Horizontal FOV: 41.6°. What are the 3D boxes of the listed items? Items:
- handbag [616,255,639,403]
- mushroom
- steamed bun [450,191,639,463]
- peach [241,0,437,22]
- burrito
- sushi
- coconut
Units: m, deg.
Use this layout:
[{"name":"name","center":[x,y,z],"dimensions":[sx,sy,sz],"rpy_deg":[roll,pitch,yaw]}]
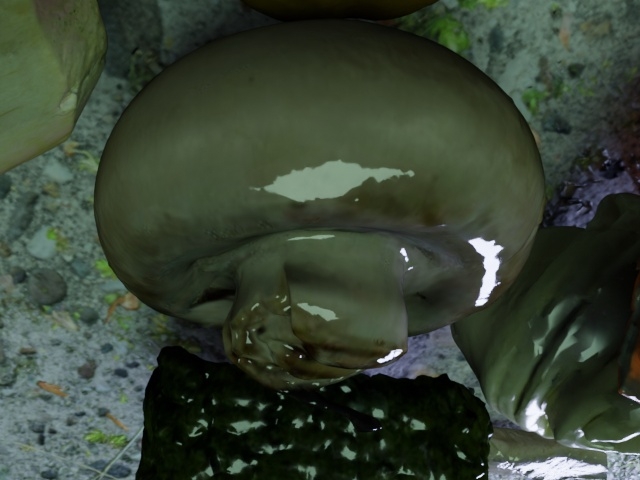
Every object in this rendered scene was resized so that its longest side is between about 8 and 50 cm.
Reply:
[{"name":"handbag","center":[0.413,-0.023,0.718],"dimensions":[0.304,0.410,0.116],"rpy_deg":[24,162,-20]},{"name":"mushroom","center":[0.000,0.000,0.679],"dimensions":[0.362,0.294,0.362],"rpy_deg":[1,157,0]},{"name":"steamed bun","center":[0.301,0.097,0.835],"dimensions":[0.320,0.206,0.275],"rpy_deg":[-22,87,11]},{"name":"peach","center":[0.018,-0.273,0.607],"dimensions":[0.251,0.153,0.251],"rpy_deg":[-7,142,-5]},{"name":"burrito","center":[0.280,0.275,1.083],"dimensions":[0.226,0.060,0.087],"rpy_deg":[9,128,-16]},{"name":"sushi","center":[-0.008,0.220,0.868],"dimensions":[0.352,0.178,0.294],"rpy_deg":[8,167,-8]},{"name":"coconut","center":[-0.299,-0.143,0.613],"dimensions":[0.259,0.259,0.259],"rpy_deg":[-4,125,-6]}]
